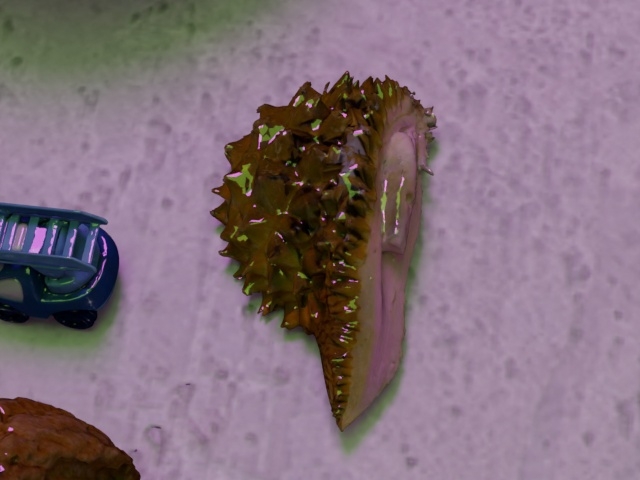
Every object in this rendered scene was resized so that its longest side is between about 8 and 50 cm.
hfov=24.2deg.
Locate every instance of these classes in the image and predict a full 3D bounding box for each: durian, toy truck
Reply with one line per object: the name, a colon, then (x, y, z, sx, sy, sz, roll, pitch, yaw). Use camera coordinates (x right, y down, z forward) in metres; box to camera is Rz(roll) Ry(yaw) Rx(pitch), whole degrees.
durian: (0.005, -0.006, 0.842, 0.140, 0.078, 0.224, -7, 63, 2)
toy truck: (-0.185, 0.007, 0.855, 0.136, 0.074, 0.063, 4, 65, 8)

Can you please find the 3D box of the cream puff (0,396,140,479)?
cream puff: (-0.202, 0.150, 0.744, 0.169, 0.183, 0.183, 23, 68, 28)
